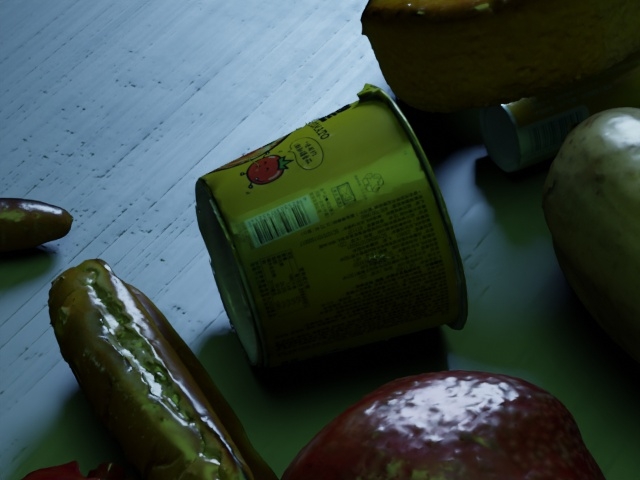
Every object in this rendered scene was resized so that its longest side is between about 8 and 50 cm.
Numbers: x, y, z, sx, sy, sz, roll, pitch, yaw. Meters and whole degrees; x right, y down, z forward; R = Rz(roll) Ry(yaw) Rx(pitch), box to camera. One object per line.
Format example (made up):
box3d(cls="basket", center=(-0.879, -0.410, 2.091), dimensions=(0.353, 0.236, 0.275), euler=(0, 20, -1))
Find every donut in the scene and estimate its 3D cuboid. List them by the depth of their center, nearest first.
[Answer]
box3d(cls="donut", center=(0.150, -0.184, 1.451), dimensions=(0.253, 0.118, 0.253), euler=(-17, 19, 6))

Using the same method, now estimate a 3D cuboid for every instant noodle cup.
box3d(cls="instant noodle cup", center=(0.000, 0.000, 1.288), dimensions=(0.144, 0.182, 0.182), euler=(-19, 49, -9))

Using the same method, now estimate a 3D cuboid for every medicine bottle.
box3d(cls="medicine bottle", center=(0.232, -0.117, 1.474), dimensions=(0.218, 0.074, 0.074), euler=(-21, 49, -19))

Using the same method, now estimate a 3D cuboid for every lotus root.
box3d(cls="lotus root", center=(0.254, 0.021, 1.277), dimensions=(0.146, 0.160, 0.284), euler=(-49, 54, 6))

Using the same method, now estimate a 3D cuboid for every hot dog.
box3d(cls="hot dog", center=(-0.100, 0.112, 1.213), dimensions=(0.072, 0.115, 0.269), euler=(-36, 50, -3))

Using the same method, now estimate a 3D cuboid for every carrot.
box3d(cls="carrot", center=(-0.251, -0.011, 1.375), dimensions=(0.139, 0.048, 0.048), euler=(0, 45, -3))

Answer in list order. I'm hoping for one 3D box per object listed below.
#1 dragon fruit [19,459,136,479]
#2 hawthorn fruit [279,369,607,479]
box3d(cls="dragon fruit", center=(-0.159, 0.197, 1.118), dimensions=(0.133, 0.136, 0.166), euler=(-14, 26, 24))
box3d(cls="hawthorn fruit", center=(0.052, 0.184, 1.080), dimensions=(0.253, 0.205, 0.205), euler=(-25, 50, -37))
